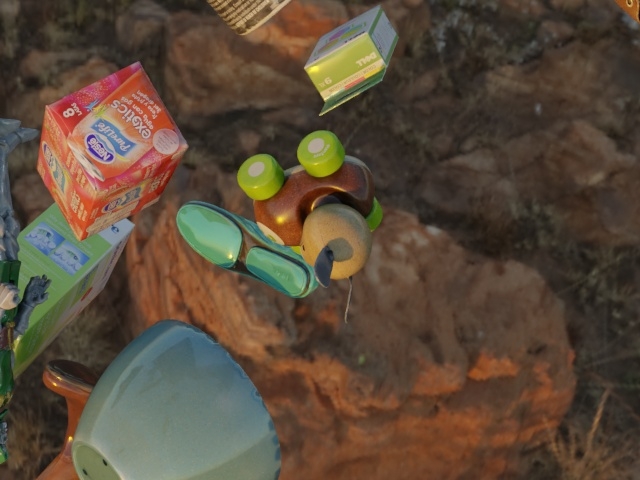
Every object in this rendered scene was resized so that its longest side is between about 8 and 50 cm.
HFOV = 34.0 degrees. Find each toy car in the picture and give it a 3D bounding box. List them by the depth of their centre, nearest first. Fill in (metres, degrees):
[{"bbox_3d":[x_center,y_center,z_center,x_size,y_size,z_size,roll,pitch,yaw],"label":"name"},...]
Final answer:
[{"bbox_3d":[0.000,0.000,1.202,0.149,0.155,0.188,-20,51,14],"label":"toy car"}]

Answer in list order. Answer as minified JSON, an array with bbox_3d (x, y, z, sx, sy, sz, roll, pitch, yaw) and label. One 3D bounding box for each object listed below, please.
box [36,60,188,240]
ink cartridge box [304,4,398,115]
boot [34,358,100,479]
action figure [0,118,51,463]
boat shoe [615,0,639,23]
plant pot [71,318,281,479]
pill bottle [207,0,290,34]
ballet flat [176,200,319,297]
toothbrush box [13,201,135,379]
[{"bbox_3d":[-0.267,-0.104,1.309,0.128,0.257,0.122,-30,87,-21],"label":"box"},{"bbox_3d":[0.043,-0.266,1.520,0.109,0.062,0.209,-26,20,22],"label":"ink cartridge box"},{"bbox_3d":[-0.442,0.356,1.770,0.280,0.264,0.096,-50,52,-3],"label":"boot"},{"bbox_3d":[-0.222,0.036,0.702,0.063,0.137,0.232,3,90,0],"label":"action figure"},{"bbox_3d":[0.412,-0.319,1.272,0.307,0.110,0.104,35,38,6],"label":"boat shoe"},{"bbox_3d":[-0.224,0.282,1.445,0.290,0.290,0.195,39,49,23],"label":"plant pot"},{"bbox_3d":[-0.116,-0.340,1.060,0.245,0.130,0.130,47,46,-17],"label":"pill bottle"},{"bbox_3d":[-0.100,0.012,1.553,0.247,0.083,0.087,28,19,21],"label":"ballet flat"},{"bbox_3d":[-0.437,0.076,1.610,0.122,0.206,0.283,37,47,0],"label":"toothbrush box"}]
